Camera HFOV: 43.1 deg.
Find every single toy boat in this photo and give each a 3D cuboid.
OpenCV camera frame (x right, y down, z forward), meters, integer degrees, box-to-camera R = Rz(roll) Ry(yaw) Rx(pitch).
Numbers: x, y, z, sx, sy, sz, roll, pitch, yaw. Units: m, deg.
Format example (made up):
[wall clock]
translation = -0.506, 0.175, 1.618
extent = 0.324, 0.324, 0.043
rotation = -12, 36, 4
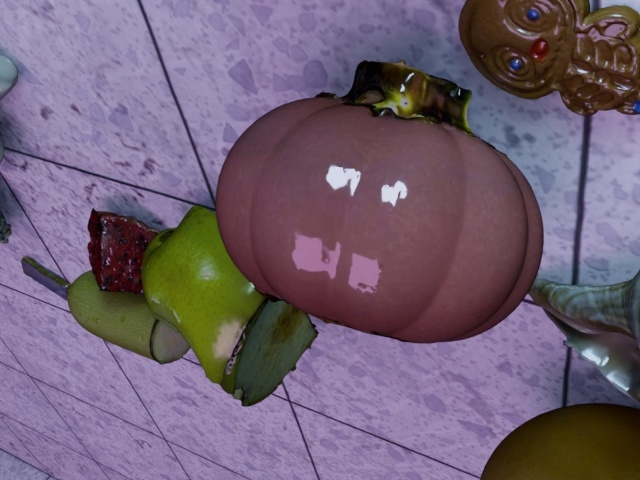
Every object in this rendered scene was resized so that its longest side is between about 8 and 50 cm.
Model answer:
[toy boat]
translation = -0.557, 0.078, 1.650
extent = 0.115, 0.016, 0.063
rotation = 32, 148, 6

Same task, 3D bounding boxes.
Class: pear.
[pear]
translation = -0.146, 0.079, 1.104
extent = 0.292, 0.159, 0.292
rotation = 43, 168, 12

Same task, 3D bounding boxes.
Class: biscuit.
[biscuit]
translation = 0.195, -0.157, 0.663
extent = 0.175, 0.026, 0.124
rotation = 26, 147, 15

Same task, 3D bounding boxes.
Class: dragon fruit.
[dragon fruit]
translation = -0.308, 0.012, 1.298
extent = 0.127, 0.121, 0.161
rotation = 4, -170, -27

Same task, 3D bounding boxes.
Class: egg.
[egg]
translation = 0.350, 0.338, 0.921
extent = 0.351, 0.283, 0.282
rotation = 30, 147, 6

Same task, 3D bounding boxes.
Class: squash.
[squash]
translation = -0.336, 0.114, 1.396
extent = 0.247, 0.132, 0.132
rotation = 17, 144, 27

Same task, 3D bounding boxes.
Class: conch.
[conch]
translation = 0.345, 0.082, 0.735
extent = 0.386, 0.169, 0.203
rotation = -139, 30, -76

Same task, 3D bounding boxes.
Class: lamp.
[lamp]
translation = 0.057, -0.038, 0.746
extent = 0.305, 0.240, 0.305
rotation = 17, -174, -2

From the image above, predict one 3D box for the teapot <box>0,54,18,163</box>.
[teapot]
translation = -0.543, -0.151, 1.222
extent = 0.318, 0.149, 0.220
rotation = 6, 131, 39

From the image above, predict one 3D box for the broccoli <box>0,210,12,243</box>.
[broccoli]
translation = -0.706, -0.019, 1.448
extent = 0.263, 0.243, 0.247
rotation = 15, 156, 36
